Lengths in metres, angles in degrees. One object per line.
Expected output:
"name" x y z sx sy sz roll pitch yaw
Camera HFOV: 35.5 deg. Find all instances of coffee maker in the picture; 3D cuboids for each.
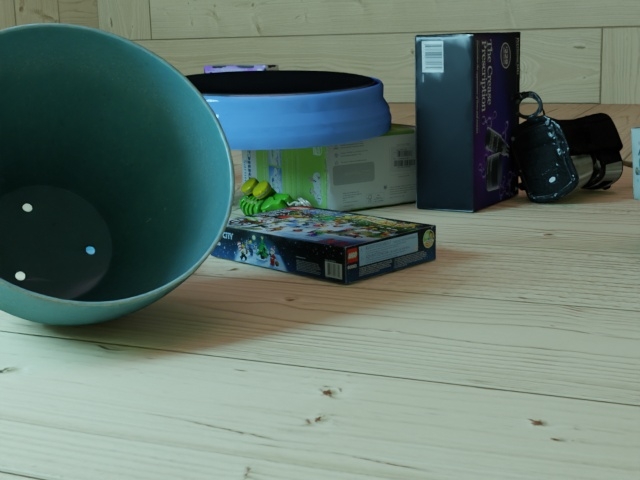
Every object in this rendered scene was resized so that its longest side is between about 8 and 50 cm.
"coffee maker" 0.392 -0.154 1.577 0.120 0.171 0.178 7 14 40

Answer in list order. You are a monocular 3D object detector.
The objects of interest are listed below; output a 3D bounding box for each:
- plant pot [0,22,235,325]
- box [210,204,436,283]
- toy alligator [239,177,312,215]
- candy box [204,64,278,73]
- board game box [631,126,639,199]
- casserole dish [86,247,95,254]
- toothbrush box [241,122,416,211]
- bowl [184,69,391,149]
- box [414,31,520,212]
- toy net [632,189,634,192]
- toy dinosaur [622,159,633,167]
"plant pot" -0.253 -0.035 0.976 0.290 0.290 0.195 -9 -21 -29
"box" 0.000 0.000 1.210 0.233 0.044 0.159 10 17 43
"toy alligator" -0.075 -0.049 1.453 0.051 0.056 0.190 -50 30 -12
"candy box" -0.184 -0.315 2.355 0.165 0.196 0.070 3 12 23
"board game box" 0.506 -0.082 1.091 0.224 0.097 0.303 -7 12 -4
"casserole dish" -0.250 0.016 1.191 0.114 0.037 0.188 -5 12 -16
"toothbrush box" 0.022 -0.131 1.646 0.206 0.122 0.283 -8 12 -29
"bowl" -0.085 -0.209 1.538 0.391 0.077 0.391 0 15 0
"box" 0.230 -0.188 1.544 0.103 0.261 0.184 5 14 30
"toy net" 0.586 -0.077 1.490 0.122 0.045 0.232 -8 14 -30
"toy dinosaur" 0.562 -0.120 1.691 0.112 0.064 0.211 -5 -7 39
